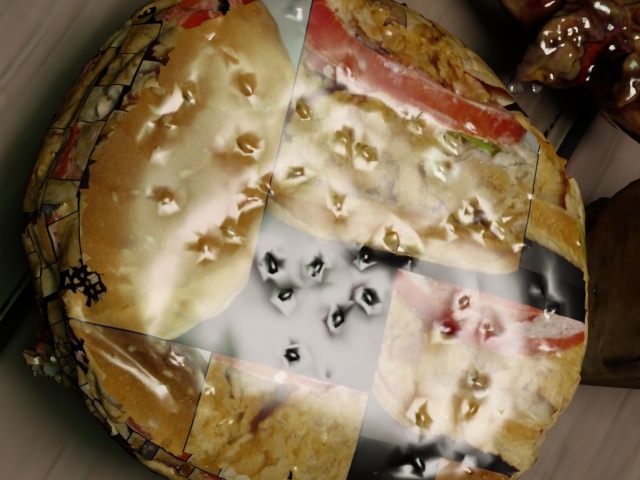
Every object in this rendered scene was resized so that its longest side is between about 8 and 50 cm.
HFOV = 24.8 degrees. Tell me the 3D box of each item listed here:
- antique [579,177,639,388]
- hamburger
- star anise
[{"bbox_3d":[0.250,0.029,0.687,0.310,0.087,0.093,6,81,-25],"label":"antique"},{"bbox_3d":[0.000,0.000,0.560,0.231,0.107,0.231,1,86,-19],"label":"hamburger"},{"bbox_3d":[0.152,-0.072,0.633,0.190,0.070,0.097,35,27,-6],"label":"star anise"}]
